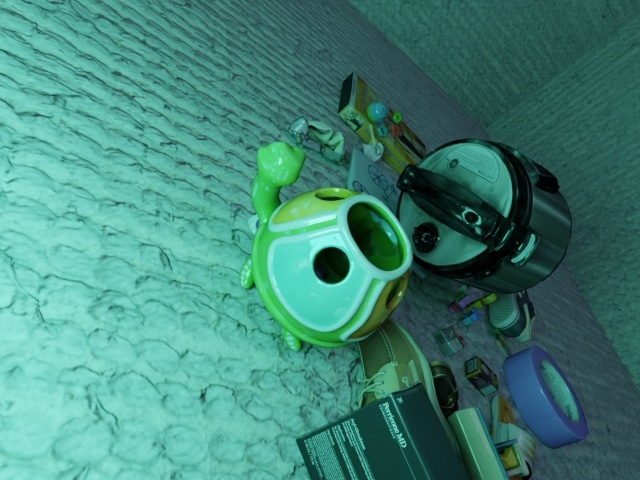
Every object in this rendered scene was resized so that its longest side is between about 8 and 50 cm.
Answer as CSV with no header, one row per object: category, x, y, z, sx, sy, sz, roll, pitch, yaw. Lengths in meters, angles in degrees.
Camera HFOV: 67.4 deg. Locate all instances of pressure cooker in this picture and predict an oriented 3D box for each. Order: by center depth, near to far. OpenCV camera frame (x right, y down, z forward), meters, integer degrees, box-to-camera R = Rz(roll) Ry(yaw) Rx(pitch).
pressure cooker,0.410,-0.059,1.255,0.420,0.369,0.376,17,65,-40

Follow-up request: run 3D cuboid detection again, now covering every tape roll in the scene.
tape roll,0.654,0.451,1.397,0.274,0.090,0.275,34,36,-28

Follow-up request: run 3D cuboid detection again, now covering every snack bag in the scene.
snack bag,0.191,-0.079,1.368,0.323,0.037,0.343,37,36,-23

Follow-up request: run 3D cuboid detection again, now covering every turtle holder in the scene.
turtle holder,0.017,0.006,0.789,0.243,0.227,0.321,1,66,-34

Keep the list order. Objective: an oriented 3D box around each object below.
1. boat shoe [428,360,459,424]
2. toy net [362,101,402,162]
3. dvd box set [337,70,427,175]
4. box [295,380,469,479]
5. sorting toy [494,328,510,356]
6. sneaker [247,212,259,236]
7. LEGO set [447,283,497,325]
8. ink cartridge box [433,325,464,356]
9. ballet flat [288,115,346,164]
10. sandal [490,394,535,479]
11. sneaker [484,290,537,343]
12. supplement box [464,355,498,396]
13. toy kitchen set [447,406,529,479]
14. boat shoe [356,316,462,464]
boat shoe,0.235,0.302,0.926,0.207,0.073,0.073,59,12,-48
toy net,0.189,-0.336,1.551,0.122,0.045,0.232,28,71,-29
dvd box set,0.237,-0.396,1.736,0.420,0.062,0.308,39,33,-22
box,0.105,0.354,0.647,0.103,0.184,0.261,4,56,-52
sorting toy,0.562,0.314,1.487,0.062,0.012,0.083,-13,70,-57
sneaker,-0.060,-0.024,0.930,0.169,0.071,0.068,12,49,-49
LEGO set,0.459,0.173,1.413,0.087,0.093,0.227,54,30,2
ink cartridge box,0.335,0.252,1.223,0.115,0.029,0.063,-1,59,-54
ballet flat,0.013,-0.266,1.275,0.221,0.079,0.077,20,42,-43
sandal,0.455,0.457,1.126,0.102,0.076,0.265,45,31,-13
sneaker,0.625,0.208,1.580,0.127,0.126,0.321,44,37,-12
supplement box,0.407,0.343,1.213,0.083,0.043,0.055,45,30,-15
toy kitchen set,0.308,0.370,0.861,0.166,0.207,0.122,-11,60,-12
boat shoe,0.128,0.270,0.837,0.116,0.123,0.325,1,51,-36
